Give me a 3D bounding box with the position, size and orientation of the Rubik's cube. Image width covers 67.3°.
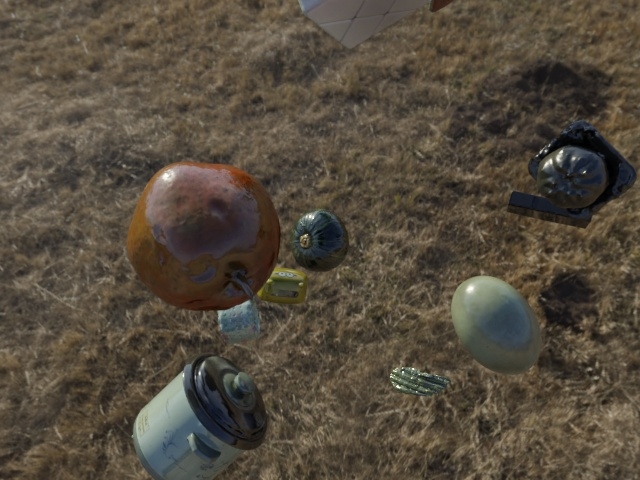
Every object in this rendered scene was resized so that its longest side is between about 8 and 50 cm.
[{"bbox_3d":[0.097,-0.753,1.255,0.319,0.322,0.316,-22,84,25],"label":"Rubik's cube"}]

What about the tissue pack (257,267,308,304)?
[{"bbox_3d":[-0.135,0.164,1.719,0.178,0.123,0.127,7,14,-12],"label":"tissue pack"}]

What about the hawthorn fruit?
[{"bbox_3d":[-0.192,0.009,0.854,0.277,0.277,0.298,-24,47,-19],"label":"hawthorn fruit"}]

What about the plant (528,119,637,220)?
[{"bbox_3d":[0.513,-0.139,0.946,0.164,0.142,0.256,51,39,10],"label":"plant"}]

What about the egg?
[{"bbox_3d":[0.578,0.279,1.591,0.258,0.258,0.352,-41,101,-29],"label":"egg"}]

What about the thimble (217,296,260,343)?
[{"bbox_3d":[-0.337,0.314,1.986,0.149,0.185,0.211,-11,76,1],"label":"thimble"}]

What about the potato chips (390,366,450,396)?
[{"bbox_3d":[0.319,0.468,1.574,0.207,0.028,0.092,6,63,35],"label":"potato chips"}]

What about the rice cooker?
[{"bbox_3d":[-0.277,0.427,1.159,0.264,0.316,0.316,44,54,-14],"label":"rice cooker"}]

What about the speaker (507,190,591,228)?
[{"bbox_3d":[0.656,-0.089,1.383,0.218,0.082,0.044,15,80,23],"label":"speaker"}]

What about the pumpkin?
[{"bbox_3d":[-0.001,0.000,1.262,0.125,0.167,0.167,0,42,-38],"label":"pumpkin"}]

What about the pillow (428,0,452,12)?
[{"bbox_3d":[0.273,-0.550,0.931,0.171,0.179,0.075,-40,63,9],"label":"pillow"}]

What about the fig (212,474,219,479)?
[{"bbox_3d":[-0.397,0.678,1.483,0.203,0.203,0.225,9,93,8],"label":"fig"}]
